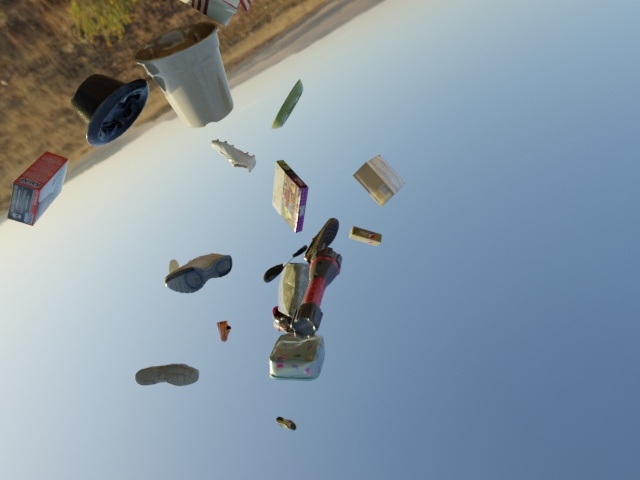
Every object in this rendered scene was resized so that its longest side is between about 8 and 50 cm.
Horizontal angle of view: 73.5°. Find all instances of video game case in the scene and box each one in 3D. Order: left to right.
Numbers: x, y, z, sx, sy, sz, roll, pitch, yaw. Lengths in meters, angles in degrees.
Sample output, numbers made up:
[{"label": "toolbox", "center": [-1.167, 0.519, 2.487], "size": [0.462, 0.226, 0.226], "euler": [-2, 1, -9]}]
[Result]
[{"label": "video game case", "center": [-0.130, -0.182, 1.780], "size": [0.041, 0.232, 0.210], "euler": [-18, -131, -28]}]

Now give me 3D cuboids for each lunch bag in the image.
[{"label": "lunch bag", "center": [-0.100, 0.484, 1.802], "size": [0.223, 0.108, 0.279], "euler": [-3, -170, 7]}, {"label": "lunch bag", "center": [-0.103, 0.216, 1.939], "size": [0.168, 0.236, 0.287], "euler": [6, 177, -7]}]

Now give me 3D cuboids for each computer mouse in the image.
[{"label": "computer mouse", "center": [-0.154, 0.093, 1.823], "size": [0.242, 0.041, 0.071], "euler": [-41, -168, -1]}]

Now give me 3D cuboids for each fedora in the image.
[{"label": "fedora", "center": [-0.770, -0.496, 1.541], "size": [0.334, 0.152, 0.334], "euler": [-49, -168, 15]}]

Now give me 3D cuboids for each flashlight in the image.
[{"label": "flashlight", "center": [-0.007, 0.146, 1.283], "size": [0.103, 0.103, 0.304], "euler": [-10, -148, 21]}]

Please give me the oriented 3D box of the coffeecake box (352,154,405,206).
[{"label": "coffeecake box", "center": [0.205, -0.209, 1.468], "size": [0.068, 0.142, 0.185], "euler": [-43, 179, 29]}]

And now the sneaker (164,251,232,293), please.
[{"label": "sneaker", "center": [-0.502, 0.126, 1.737], "size": [0.129, 0.111, 0.297], "euler": [16, -155, 37]}]

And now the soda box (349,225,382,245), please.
[{"label": "soda box", "center": [0.261, -0.025, 2.489], "size": [0.061, 0.181, 0.058], "euler": [127, -24, -64]}]

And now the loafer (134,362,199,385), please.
[{"label": "loafer", "center": [-0.304, 0.265, 0.861], "size": [0.125, 0.045, 0.039], "euler": [-1, -173, -2]}]

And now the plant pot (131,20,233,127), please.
[{"label": "plant pot", "center": [-0.495, -0.622, 1.659], "size": [0.333, 0.306, 0.334], "euler": [-10, -137, 9]}]

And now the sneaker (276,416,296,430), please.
[{"label": "sneaker", "center": [-0.124, 0.676, 1.580], "size": [0.083, 0.035, 0.031], "euler": [21, -129, 20]}]

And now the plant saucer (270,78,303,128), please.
[{"label": "plant saucer", "center": [-0.135, -0.572, 1.830], "size": [0.241, 0.037, 0.241], "euler": [-57, -172, 12]}]

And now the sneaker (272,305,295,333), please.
[{"label": "sneaker", "center": [-0.158, 0.441, 2.238], "size": [0.120, 0.112, 0.299], "euler": [-35, -145, -32]}]

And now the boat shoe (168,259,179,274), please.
[{"label": "boat shoe", "center": [-0.602, 0.136, 1.757], "size": [0.046, 0.125, 0.038], "euler": [-17, -159, -36]}]

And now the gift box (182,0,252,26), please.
[{"label": "gift box", "center": [-0.342, -0.861, 1.391], "size": [0.258, 0.255, 0.277], "euler": [24, -84, 67]}]

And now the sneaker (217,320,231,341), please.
[{"label": "sneaker", "center": [-0.495, 0.478, 2.233], "size": [0.067, 0.175, 0.064], "euler": [-8, -127, -11]}]

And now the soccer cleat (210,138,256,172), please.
[{"label": "soccer cleat", "center": [-0.350, -0.337, 1.701], "size": [0.068, 0.196, 0.076], "euler": [150, -36, -78]}]

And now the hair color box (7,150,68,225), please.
[{"label": "hair color box", "center": [-0.609, -0.116, 0.931], "size": [0.093, 0.053, 0.167], "euler": [-59, -158, 26]}]

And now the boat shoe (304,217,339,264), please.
[{"label": "boat shoe", "center": [-0.004, -0.004, 2.088], "size": [0.095, 0.095, 0.258], "euler": [18, -108, 41]}]
